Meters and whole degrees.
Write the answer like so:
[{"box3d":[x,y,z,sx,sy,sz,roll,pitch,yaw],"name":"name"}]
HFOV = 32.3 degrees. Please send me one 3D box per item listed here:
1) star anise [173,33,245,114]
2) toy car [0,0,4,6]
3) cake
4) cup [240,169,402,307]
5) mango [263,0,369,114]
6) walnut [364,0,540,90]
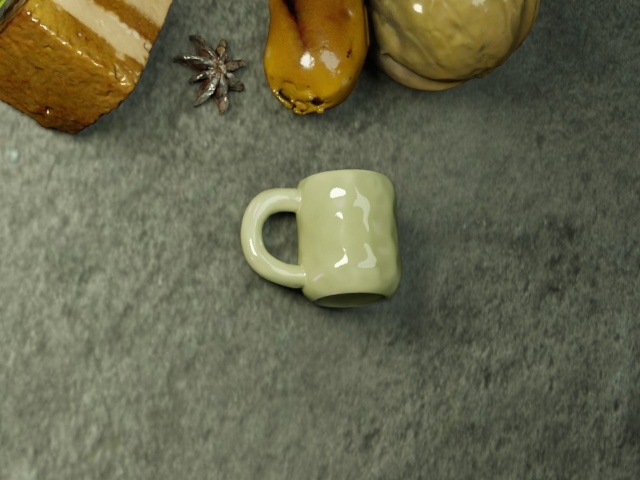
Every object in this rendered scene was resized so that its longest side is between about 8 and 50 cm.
[{"box3d":[-0.173,-0.280,1.817,0.141,0.042,0.141,12,71,-40],"name":"star anise"},{"box3d":[-0.556,-0.334,1.430,0.248,0.204,0.198,38,80,-26],"name":"toy car"},{"box3d":[-0.342,-0.327,1.588,0.196,0.199,0.293,33,54,-24],"name":"cake"},{"box3d":[0.015,-0.004,1.815,0.255,0.173,0.202,10,70,-39],"name":"cup"},{"box3d":[-0.004,-0.351,1.909,0.201,0.153,0.287,16,65,-24],"name":"mango"},{"box3d":[0.223,-0.469,2.035,0.384,0.383,0.383,12,71,-38],"name":"walnut"}]
